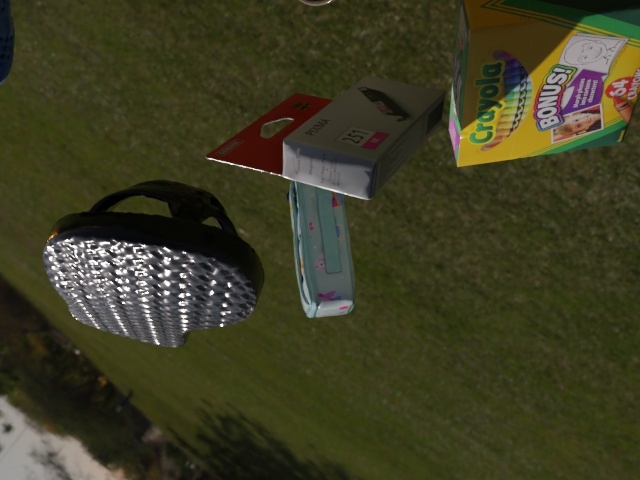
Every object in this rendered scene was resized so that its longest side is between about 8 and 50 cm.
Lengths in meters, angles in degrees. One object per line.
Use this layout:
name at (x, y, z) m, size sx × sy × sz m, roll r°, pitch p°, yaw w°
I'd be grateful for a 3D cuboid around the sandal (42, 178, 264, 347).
sandal at (-0.159, 0.016, 0.799) m, size 0.167 × 0.107 × 0.446 m, roll 19°, pitch 164°, yaw -14°

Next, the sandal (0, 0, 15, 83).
sandal at (-0.318, -0.237, 0.697) m, size 0.138 × 0.126 × 0.317 m, roll 45°, pitch 155°, yaw 32°

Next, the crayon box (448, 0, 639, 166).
crayon box at (0.389, -0.287, 1.507) m, size 0.313 × 0.106 × 0.363 m, roll -9°, pitch 149°, yaw 0°

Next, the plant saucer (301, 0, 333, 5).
plant saucer at (0.023, -0.508, 1.381) m, size 0.041 × 0.278 × 0.278 m, roll 2°, pitch -176°, yaw -35°

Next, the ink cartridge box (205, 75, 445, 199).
ink cartridge box at (0.014, -0.160, 1.194) m, size 0.239 × 0.275 × 0.060 m, roll 16°, pitch 123°, yaw 19°

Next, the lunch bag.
lunch bag at (0.000, 0.000, 1.656) m, size 0.108 × 0.279 × 0.224 m, roll -8°, pitch 169°, yaw -2°
